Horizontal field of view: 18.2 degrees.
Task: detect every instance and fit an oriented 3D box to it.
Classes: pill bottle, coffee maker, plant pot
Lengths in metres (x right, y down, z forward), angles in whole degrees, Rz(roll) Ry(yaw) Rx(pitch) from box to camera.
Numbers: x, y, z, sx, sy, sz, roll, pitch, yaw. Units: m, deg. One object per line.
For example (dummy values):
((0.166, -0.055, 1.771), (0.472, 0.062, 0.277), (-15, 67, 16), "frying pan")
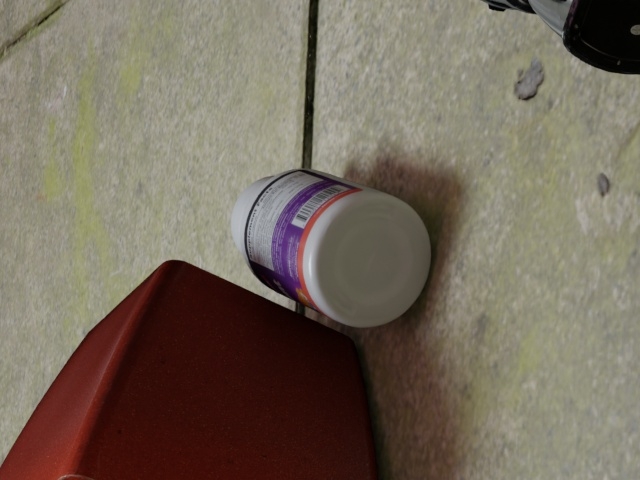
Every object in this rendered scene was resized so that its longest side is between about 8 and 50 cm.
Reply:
((0.000, 0.000, 1.612), (0.193, 0.108, 0.108), (23, 102, 63), "pill bottle")
((0.185, -0.213, 1.332), (0.171, 0.120, 0.178), (-52, 33, 5), "coffee maker")
((-0.106, 0.175, 1.616), (0.267, 0.267, 0.236), (-39, 31, 51), "plant pot")
